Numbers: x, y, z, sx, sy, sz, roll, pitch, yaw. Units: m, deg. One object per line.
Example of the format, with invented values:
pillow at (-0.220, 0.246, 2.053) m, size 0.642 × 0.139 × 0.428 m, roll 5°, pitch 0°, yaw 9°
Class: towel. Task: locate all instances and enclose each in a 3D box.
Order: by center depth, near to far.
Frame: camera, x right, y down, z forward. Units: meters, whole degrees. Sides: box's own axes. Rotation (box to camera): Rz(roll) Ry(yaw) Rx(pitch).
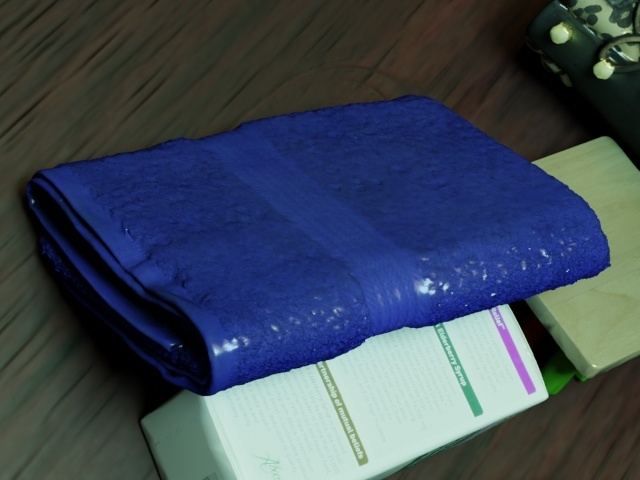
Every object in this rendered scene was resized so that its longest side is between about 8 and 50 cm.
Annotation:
towel at (0.000, 0.000, 1.021) m, size 0.308 × 0.076 × 0.228 m, roll -15°, pitch 37°, yaw -32°

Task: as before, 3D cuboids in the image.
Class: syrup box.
syrup box at (0.019, 0.106, 1.024) m, size 0.237 × 0.093 × 0.096 m, roll -16°, pitch 77°, yaw -35°

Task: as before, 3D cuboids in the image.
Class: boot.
boot at (0.285, -0.093, 1.141) m, size 0.138 × 0.377 × 0.284 m, roll -44°, pitch 89°, yaw 5°

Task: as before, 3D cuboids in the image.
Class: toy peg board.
toy peg board at (0.186, 0.025, 1.181) m, size 0.161 × 0.079 × 0.160 m, roll -20°, pitch 64°, yaw -36°
